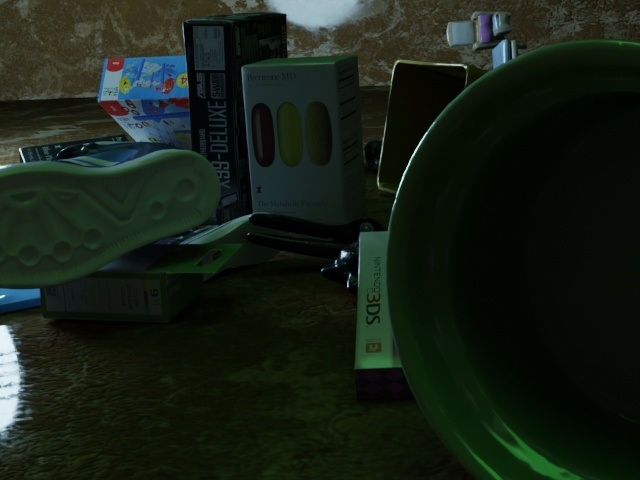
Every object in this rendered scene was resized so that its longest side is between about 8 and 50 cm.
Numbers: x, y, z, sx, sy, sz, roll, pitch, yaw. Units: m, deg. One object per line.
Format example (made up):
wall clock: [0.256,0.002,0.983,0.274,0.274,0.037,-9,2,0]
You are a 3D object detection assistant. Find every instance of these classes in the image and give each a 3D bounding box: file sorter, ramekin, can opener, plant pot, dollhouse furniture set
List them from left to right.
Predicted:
file sorter: [-0.401,0.018,1.203,0.118,0.104,0.170,-11,17,-24]
can opener: [0.000,0.000,1.237,0.186,0.059,0.073,5,-31,-13]
plant pot: [0.234,-0.164,1.579,0.187,0.212,0.212,4,9,-28]
dollhouse furniture set: [0.305,-0.339,2.035,0.198,0.286,0.303,-4,3,1]
ramekin: [0.203,0.027,0.643,0.303,0.303,0.148,10,12,42]

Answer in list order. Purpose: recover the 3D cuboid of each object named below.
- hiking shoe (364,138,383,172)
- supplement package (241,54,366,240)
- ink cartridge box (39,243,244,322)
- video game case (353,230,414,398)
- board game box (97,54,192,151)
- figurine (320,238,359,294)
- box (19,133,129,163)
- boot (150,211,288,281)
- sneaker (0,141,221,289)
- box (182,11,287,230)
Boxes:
hiking shoe: [0.153,-0.176,1.783,0.086,0.114,0.227,-11,16,-28]
supplement package: [-0.020,-0.132,1.402,0.139,0.244,0.134,0,15,15]
ink cartridge box: [-0.197,0.046,1.121,0.209,0.062,0.109,0,15,14]
video game case: [0.147,0.058,0.906,0.232,0.041,0.210,-2,34,6]
board game box: [-0.193,-0.221,1.798,0.302,0.086,0.308,0,-20,17]
figurine: [0.132,0.029,1.086,0.210,0.092,0.215,-18,19,-19]
box: [-0.334,-0.066,1.423,0.158,0.093,0.156,-10,42,-23]
boot: [-0.134,0.001,1.262,0.086,0.069,0.190,17,26,42]
sneaker: [-0.291,-0.036,1.112,0.323,0.130,0.236,-16,13,-29]
box: [-0.116,-0.183,1.498,0.077,0.307,0.242,3,16,16]
